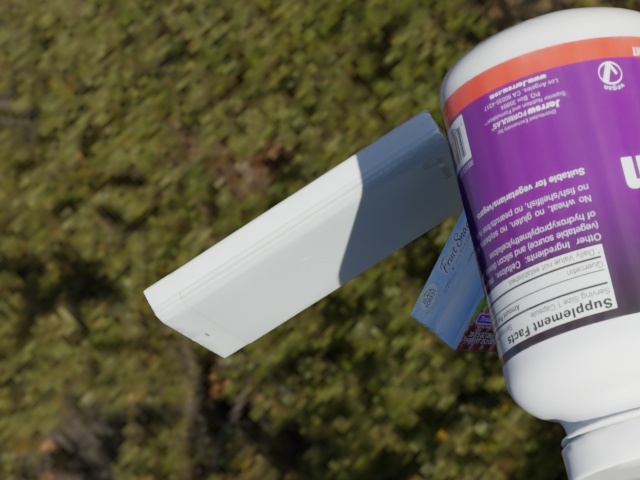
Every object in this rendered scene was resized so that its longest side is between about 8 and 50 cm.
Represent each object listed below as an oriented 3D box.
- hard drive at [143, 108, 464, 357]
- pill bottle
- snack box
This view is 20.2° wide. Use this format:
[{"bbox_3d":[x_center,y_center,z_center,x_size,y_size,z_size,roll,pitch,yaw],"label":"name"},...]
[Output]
[{"bbox_3d":[0.000,0.000,1.706,0.040,0.307,0.203,60,-174,20],"label":"hard drive"},{"bbox_3d":[0.203,0.007,1.294,0.181,0.181,0.323,-40,57,57],"label":"pill bottle"},{"bbox_3d":[0.201,0.017,1.666,0.070,0.207,0.174,37,108,36],"label":"snack box"}]
